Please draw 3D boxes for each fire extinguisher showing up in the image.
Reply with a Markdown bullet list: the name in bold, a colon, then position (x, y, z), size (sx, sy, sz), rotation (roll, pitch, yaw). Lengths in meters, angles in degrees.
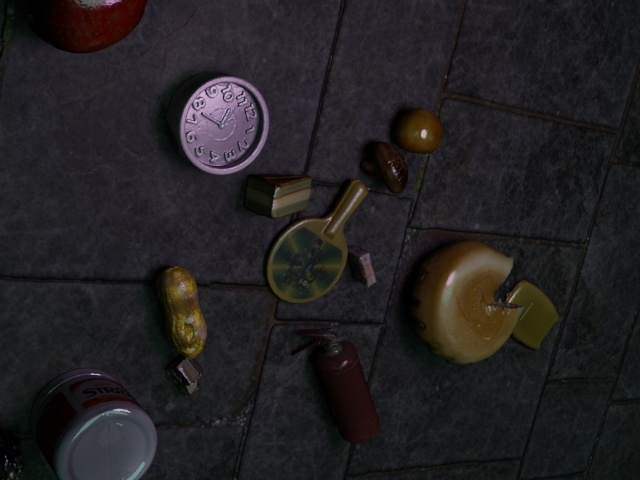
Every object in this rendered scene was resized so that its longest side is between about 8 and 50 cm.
- **fire extinguisher**: position (0.032, 0.332, 2.136), size (0.147, 0.106, 0.336), rotation (-19, 119, 0)

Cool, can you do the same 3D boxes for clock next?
- **clock**: position (-0.202, -0.232, 1.780), size (0.197, 0.068, 0.196), rotation (-12, 113, -31)

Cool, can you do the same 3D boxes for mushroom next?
- **mushroom**: position (0.154, -0.165, 2.027), size (0.085, 0.109, 0.126), rotation (-48, 143, -16)

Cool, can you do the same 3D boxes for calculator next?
- **calculator**: position (0.578, 0.208, 2.495), size (0.236, 0.033, 0.157), rotation (39, 84, -35)

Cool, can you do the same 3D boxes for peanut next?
- **peanut**: position (-0.285, 0.147, 1.853), size (0.087, 0.087, 0.206), rotation (-21, 115, -27)

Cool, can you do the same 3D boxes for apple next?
- **apple**: position (0.227, -0.247, 2.048), size (0.114, 0.099, 0.101), rotation (6, 101, -32)

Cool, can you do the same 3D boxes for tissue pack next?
- **tissue pack**: position (0.096, 0.059, 2.093), size (0.035, 0.063, 0.083), rotation (-28, 121, -21)

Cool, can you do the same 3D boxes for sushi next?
- **sushi**: position (-0.647, 0.454, 1.682), size (0.115, 0.147, 0.212), rotation (41, 78, -37)

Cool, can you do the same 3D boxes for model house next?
- **model house**: position (-0.283, 0.286, 1.931), size (0.083, 0.057, 0.058), rotation (53, 47, -16)

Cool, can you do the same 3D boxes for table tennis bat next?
- **table tennis bat**: position (0.000, 0.000, 2.023), size (0.198, 0.050, 0.320), rotation (36, 90, -36)

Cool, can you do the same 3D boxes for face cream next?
- **face cream**: position (-0.445, 0.376, 1.763), size (0.201, 0.187, 0.201), rotation (-12, 113, -30)

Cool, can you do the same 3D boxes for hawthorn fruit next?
- **hawthorn fruit**: position (-0.385, -0.430, 1.509), size (0.250, 0.215, 0.215), rotation (-37, 124, -24)

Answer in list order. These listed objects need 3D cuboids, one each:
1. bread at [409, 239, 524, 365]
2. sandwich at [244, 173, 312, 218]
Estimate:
- **bread**: position (0.350, 0.153, 2.240), size (0.333, 0.160, 0.332), rotation (-11, 111, -30)
- **sandwich**: position (-0.062, -0.090, 1.899), size (0.163, 0.113, 0.079), rotation (0, 107, -35)
